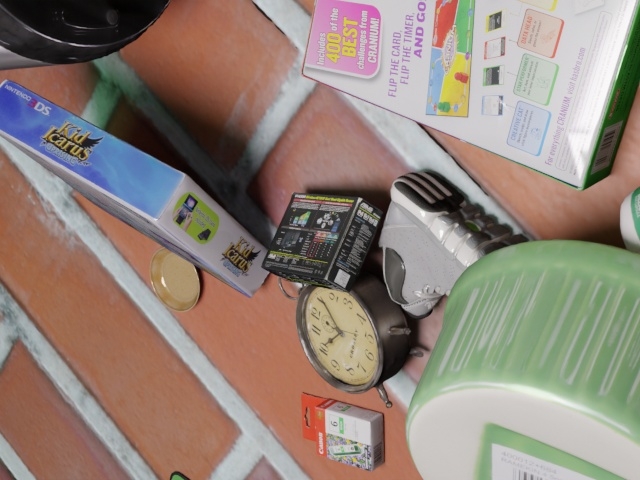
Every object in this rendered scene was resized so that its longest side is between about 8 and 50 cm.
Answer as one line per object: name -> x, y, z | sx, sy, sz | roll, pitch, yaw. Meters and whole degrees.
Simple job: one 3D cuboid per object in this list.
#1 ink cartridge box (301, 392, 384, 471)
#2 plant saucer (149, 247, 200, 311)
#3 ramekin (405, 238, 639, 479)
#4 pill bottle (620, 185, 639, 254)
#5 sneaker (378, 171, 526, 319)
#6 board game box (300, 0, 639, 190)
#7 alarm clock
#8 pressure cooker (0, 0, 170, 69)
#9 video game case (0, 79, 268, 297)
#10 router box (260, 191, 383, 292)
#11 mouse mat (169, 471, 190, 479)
ink cartridge box -> 0.017, 0.217, 1.272 | 0.115, 0.029, 0.063 | 10, 111, 34
plant saucer -> -0.175, 0.046, 1.373 | 0.083, 0.015, 0.083 | 13, 113, 34
ramekin -> 0.220, 0.158, 0.944 | 0.303, 0.148, 0.303 | 21, 143, 17
pill bottle -> 0.351, -0.039, 0.879 | 0.208, 0.117, 0.118 | -39, 80, 39
sneaker -> 0.141, 0.045, 1.098 | 0.229, 0.086, 0.132 | 46, 132, 29
board game box -> 0.142, -0.216, 1.015 | 0.316, 0.064, 0.242 | 27, 119, 28
alarm clock -> 0.023, 0.084, 1.201 | 0.192, 0.064, 0.129 | 34, 130, 30
pressure cooker -> -0.395, -0.352, 1.187 | 0.420, 0.370, 0.376 | 3, 110, 38
video game case -> -0.206, -0.055, 1.232 | 0.269, 0.244, 0.061 | 29, 81, 27
router box -> 0.000, 0.000, 1.160 | 0.122, 0.038, 0.092 | 9, 72, 54
mouse mat -> -0.138, 0.406, 1.468 | 0.189, 0.007, 0.153 | 28, 120, 26
